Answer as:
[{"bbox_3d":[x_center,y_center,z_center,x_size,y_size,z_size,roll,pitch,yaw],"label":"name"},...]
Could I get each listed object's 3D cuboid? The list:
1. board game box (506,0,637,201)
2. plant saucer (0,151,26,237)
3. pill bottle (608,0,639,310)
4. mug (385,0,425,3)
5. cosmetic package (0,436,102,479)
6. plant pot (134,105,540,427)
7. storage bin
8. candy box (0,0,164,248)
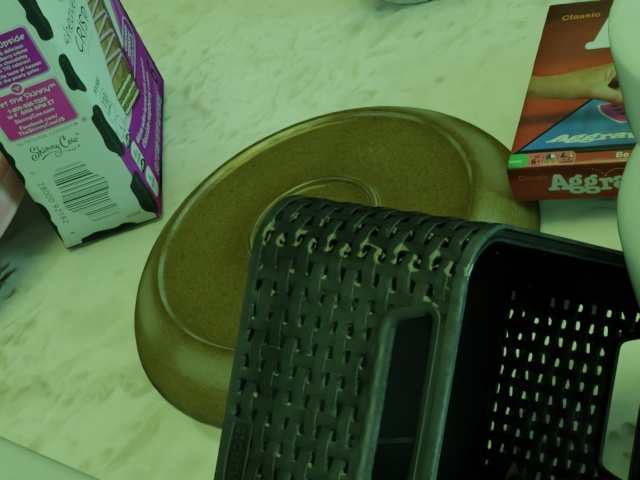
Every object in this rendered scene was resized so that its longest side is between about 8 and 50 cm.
[{"bbox_3d":[0.244,-0.082,0.631,0.281,0.027,0.145,-2,42,24],"label":"board game box"},{"bbox_3d":[-0.344,-0.019,0.835,0.332,0.084,0.332,-21,39,18],"label":"plant saucer"},{"bbox_3d":[0.171,0.007,0.423,0.131,0.229,0.131,-16,40,14],"label":"pill bottle"},{"bbox_3d":[0.051,-0.261,0.865,0.113,0.150,0.169,-22,41,29],"label":"mug"},{"bbox_3d":[-0.196,0.171,0.508,0.366,0.155,0.197,13,53,40],"label":"cosmetic package"},{"bbox_3d":[0.000,0.000,0.687,0.236,0.032,0.236,-16,39,13],"label":"plant pot"},{"bbox_3d":[0.054,0.056,0.460,0.084,0.180,0.122,10,90,37],"label":"storage bin"},{"bbox_3d":[-0.174,-0.134,0.773,0.071,0.233,0.159,-19,40,10],"label":"candy box"}]
